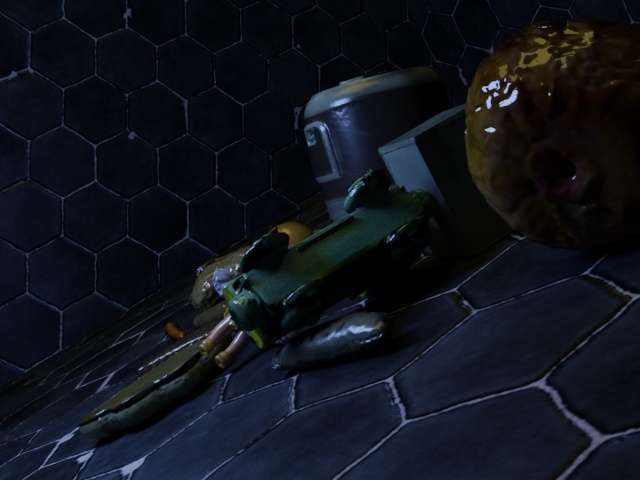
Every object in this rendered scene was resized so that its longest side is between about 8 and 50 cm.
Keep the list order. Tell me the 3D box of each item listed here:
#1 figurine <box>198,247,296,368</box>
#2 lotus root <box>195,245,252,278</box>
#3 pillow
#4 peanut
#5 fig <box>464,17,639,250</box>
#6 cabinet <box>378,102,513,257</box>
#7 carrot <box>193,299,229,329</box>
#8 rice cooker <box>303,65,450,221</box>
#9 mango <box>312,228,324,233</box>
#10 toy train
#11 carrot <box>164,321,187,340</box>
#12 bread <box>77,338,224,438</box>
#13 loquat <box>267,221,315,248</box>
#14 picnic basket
[{"bbox_3d":[-0.108,0.114,1.470,0.240,0.174,0.116,-45,-10,-41],"label":"figurine"},{"bbox_3d":[-0.233,0.076,2.379,0.258,0.097,0.110,-25,10,-40],"label":"lotus root"},{"bbox_3d":[0.025,0.132,1.173,0.093,0.051,0.241,-30,3,-44],"label":"pillow"},{"bbox_3d":[-0.233,0.098,2.158,0.233,0.110,0.197,-26,8,8],"label":"peanut"},{"bbox_3d":[0.328,-0.171,1.053,0.286,0.286,0.369,-24,24,34],"label":"fig"},{"bbox_3d":[0.221,-0.097,1.377,0.145,0.206,0.150,-31,8,-16],"label":"cabinet"},{"bbox_3d":[-0.186,0.146,1.835,0.342,0.070,0.070,-24,9,45],"label":"carrot"},{"bbox_3d":[0.137,-0.187,1.857,0.335,0.326,0.335,-14,4,1],"label":"rice cooker"},{"bbox_3d":[0.000,0.000,2.145,0.108,0.056,0.073,-24,14,17],"label":"mango"},{"bbox_3d":[0.009,0.043,1.300,0.368,0.150,0.237,-29,-16,-26],"label":"toy train"},{"bbox_3d":[-0.340,0.222,2.026,0.037,0.037,0.190,-31,11,-14],"label":"carrot"},{"bbox_3d":[-0.270,0.249,1.465,0.286,0.056,0.207,-35,7,-36],"label":"bread"},{"bbox_3d":[-0.064,0.029,1.905,0.141,0.141,0.141,-28,7,4],"label":"loquat"},{"bbox_3d":[-0.266,0.220,1.663,0.193,0.055,0.110,-30,7,3],"label":"picnic basket"}]
